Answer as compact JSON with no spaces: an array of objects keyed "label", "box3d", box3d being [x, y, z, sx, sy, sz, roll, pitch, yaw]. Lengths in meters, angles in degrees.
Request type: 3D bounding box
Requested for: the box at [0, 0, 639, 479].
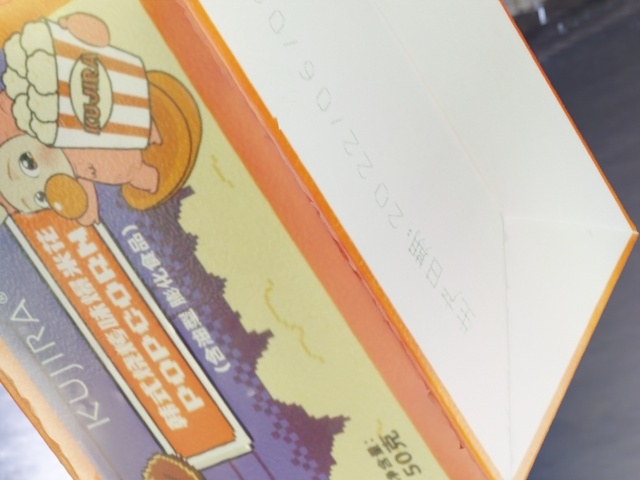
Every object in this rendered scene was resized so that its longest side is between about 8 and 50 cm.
[{"label":"box","box3d":[-0.032,-0.033,0.869,0.257,0.318,0.349,-24,106,34]}]
